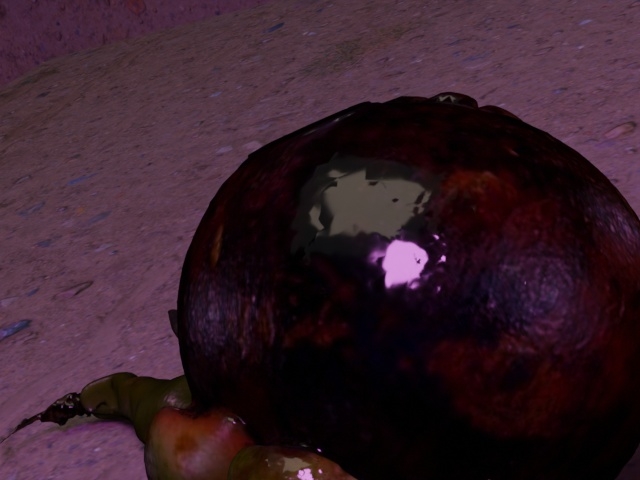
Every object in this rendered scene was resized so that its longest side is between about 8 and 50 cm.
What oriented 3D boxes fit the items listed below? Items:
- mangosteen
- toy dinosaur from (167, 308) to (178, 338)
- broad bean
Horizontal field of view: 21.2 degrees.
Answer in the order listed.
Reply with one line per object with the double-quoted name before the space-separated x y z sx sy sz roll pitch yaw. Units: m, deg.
"mangosteen" 0.054 0.064 0.987 0.311 0.311 0.311 -20 17 6
"toy dinosaur" -0.025 0.059 1.385 0.179 0.087 0.187 -20 19 9
"broad bean" -0.127 0.140 1.323 0.318 0.056 0.098 -9 27 50
